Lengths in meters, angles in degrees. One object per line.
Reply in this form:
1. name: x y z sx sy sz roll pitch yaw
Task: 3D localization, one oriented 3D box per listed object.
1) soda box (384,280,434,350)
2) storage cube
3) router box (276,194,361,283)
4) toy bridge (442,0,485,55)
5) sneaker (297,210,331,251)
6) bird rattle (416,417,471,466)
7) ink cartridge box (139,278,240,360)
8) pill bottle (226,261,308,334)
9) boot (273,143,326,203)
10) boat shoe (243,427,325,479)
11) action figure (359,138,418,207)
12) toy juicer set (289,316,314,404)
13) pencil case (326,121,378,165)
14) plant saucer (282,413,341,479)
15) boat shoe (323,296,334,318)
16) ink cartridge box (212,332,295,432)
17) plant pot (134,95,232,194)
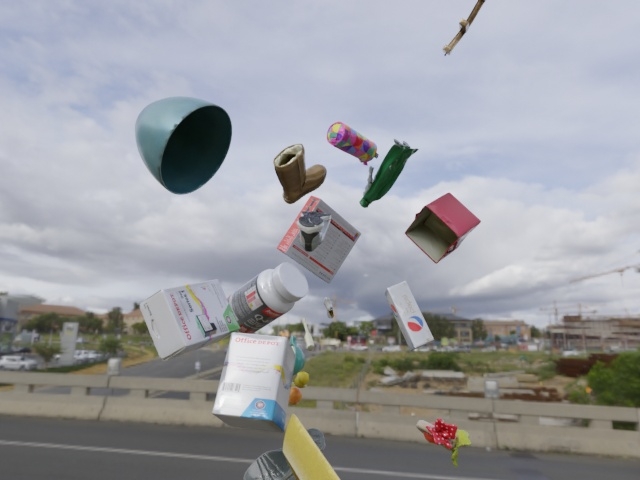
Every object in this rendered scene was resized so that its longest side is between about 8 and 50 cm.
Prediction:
1. soda box: 0.292 0.250 1.586 0.074 0.216 0.069 -21 -17 -10
2. storage cube: 0.507 -0.057 1.979 0.193 0.215 0.184 -27 -24 -40
3. router box: 0.000 0.000 2.275 0.335 0.301 0.082 38 -7 -39
4. toy bridge: 0.412 -0.615 1.366 0.026 0.188 0.063 36 16 10
5. sneaker: -0.025 -0.038 1.599 0.100 0.108 0.271 6 15 9
6. bird rattle: 0.466 0.779 1.880 0.253 0.143 0.207 37 -19 -35
7. ink cartridge box: -0.426 0.254 1.578 0.117 0.201 0.278 -32 -12 24
8. pill bottle: -0.242 0.254 2.104 0.363 0.210 0.210 -35 -32 30
9. boot: -0.068 -0.277 1.829 0.089 0.236 0.269 38 -19 19
10. boat shoe: -0.123 0.805 1.724 0.320 0.118 0.103 -30 -42 -18
11. action figure: 0.184 -0.190 1.415 0.137 0.063 0.232 1 -49 -47
12. toy juicer set: -0.102 0.480 1.866 0.089 0.329 0.209 13 2 -18
13. pencil case: 0.128 -0.380 1.874 0.104 0.104 0.236 -11 -21 40
14. plant saucer: 0.012 0.676 1.253 0.081 0.333 0.333 -29 38 -19
15. boat shoe: 0.042 0.304 2.140 0.035 0.100 0.035 -13 8 -25
16. ink cartridge box: -0.210 0.473 1.594 0.198 0.270 0.197 3 -32 11
17. plant pot: -0.436 -0.310 1.425 0.195 0.290 0.290 32 -5 17
